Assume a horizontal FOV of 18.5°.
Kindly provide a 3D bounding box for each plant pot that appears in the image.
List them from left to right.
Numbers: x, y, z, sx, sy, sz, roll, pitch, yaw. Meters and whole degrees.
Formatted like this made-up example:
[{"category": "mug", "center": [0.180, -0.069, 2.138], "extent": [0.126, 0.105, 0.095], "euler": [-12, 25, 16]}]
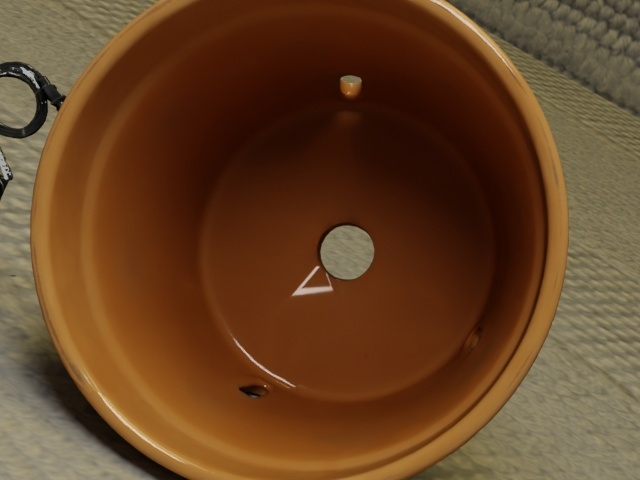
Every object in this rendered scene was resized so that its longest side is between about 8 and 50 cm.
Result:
[{"category": "plant pot", "center": [0.000, 0.000, 1.136], "extent": [0.291, 0.291, 0.203], "euler": [26, 0, 9]}]

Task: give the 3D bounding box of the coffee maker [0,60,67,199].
[{"category": "coffee maker", "center": [-0.236, -0.060, 1.028], "extent": [0.120, 0.171, 0.178], "euler": [35, -8, 9]}]
